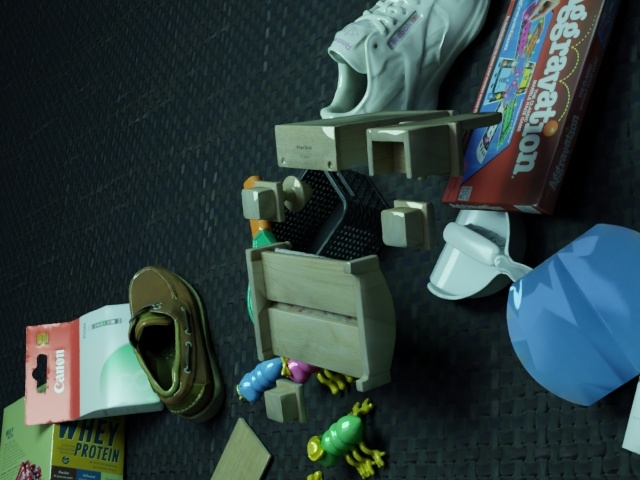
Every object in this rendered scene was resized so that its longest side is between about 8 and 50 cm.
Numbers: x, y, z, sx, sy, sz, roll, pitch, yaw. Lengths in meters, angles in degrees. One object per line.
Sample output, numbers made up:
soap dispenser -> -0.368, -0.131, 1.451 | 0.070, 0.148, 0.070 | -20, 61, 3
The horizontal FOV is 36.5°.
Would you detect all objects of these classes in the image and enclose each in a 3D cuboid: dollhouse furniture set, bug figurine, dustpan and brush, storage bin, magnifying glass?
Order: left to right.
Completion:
magnifying glass -> -0.070, 0.014, 1.259 | 0.092, 0.026, 0.231 | -42, 48, 37
bug figurine -> -0.026, 0.228, 1.218 | 0.216, 0.072, 0.279 | -47, 44, 32
storage bin -> 0.000, 0.000, 1.260 | 0.180, 0.084, 0.122 | -55, 40, 23
dollhouse furniture set -> 0.074, 0.041, 1.067 | 0.303, 0.174, 0.355 | 8, 108, 52
dustpan and brush -> 0.184, 0.015, 1.028 | 0.211, 0.060, 0.147 | 35, 105, 52

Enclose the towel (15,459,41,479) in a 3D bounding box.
towel -> -0.404, 0.463, 1.310 | 0.199, 0.031, 0.275 | -63, 33, 24

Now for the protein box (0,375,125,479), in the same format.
protein box -> -0.440, 0.365, 1.646 | 0.200, 0.136, 0.201 | -31, 52, 40

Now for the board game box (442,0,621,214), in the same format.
board game box -> 0.227, -0.164, 1.029 | 0.145, 0.027, 0.281 | 7, 74, 55

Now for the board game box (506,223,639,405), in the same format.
board game box -> 0.260, 0.068, 0.908 | 0.168, 0.033, 0.133 | -38, 72, 18

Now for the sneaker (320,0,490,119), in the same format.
sneaker -> 0.102, -0.250, 1.162 | 0.114, 0.152, 0.305 | 32, 102, 55

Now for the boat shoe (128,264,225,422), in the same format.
boat shoe -> -0.236, 0.134, 1.484 | 0.111, 0.104, 0.307 | -42, 47, 8

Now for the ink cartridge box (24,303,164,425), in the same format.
ink cartridge box -> -0.371, 0.198, 1.577 | 0.056, 0.224, 0.181 | 96, 167, -60

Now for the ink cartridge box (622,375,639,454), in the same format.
ink cartridge box -> 0.313, 0.111, 0.778 | 0.063, 0.109, 0.150 | 14, 88, 53

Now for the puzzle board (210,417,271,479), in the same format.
puzzle board -> -0.114, 0.326, 1.350 | 0.096, 0.011, 0.128 | 40, 110, 50
